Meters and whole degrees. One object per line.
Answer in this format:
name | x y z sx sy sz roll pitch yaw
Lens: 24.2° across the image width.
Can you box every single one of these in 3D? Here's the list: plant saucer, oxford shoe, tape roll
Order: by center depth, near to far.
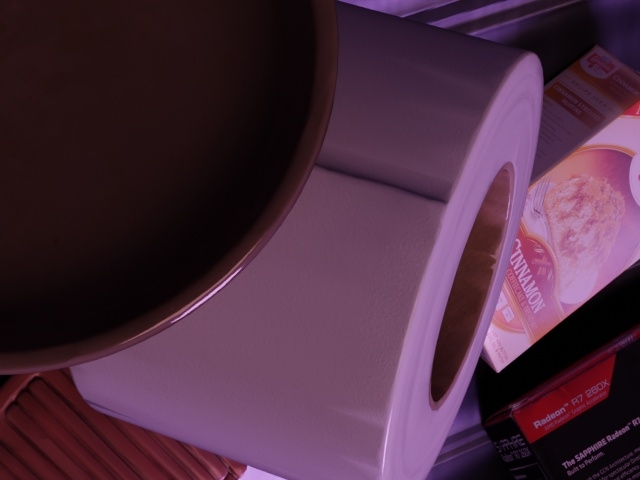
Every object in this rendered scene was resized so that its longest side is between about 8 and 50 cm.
plant saucer | -0.130 -0.078 0.649 0.278 0.278 0.041 -37 169 -6
tape roll | 0.000 0.000 0.774 0.246 0.169 0.246 18 90 -76
oxford shoe | -0.177 0.159 0.908 0.397 0.146 0.140 -41 97 -18

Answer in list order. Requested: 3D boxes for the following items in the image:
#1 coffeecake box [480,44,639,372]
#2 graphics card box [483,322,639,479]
coffeecake box | 0.156 -0.020 1.031 0.185 0.068 0.142 -38 137 -6
graphics card box | 0.321 0.240 1.169 0.233 0.371 0.094 -29 173 -16
